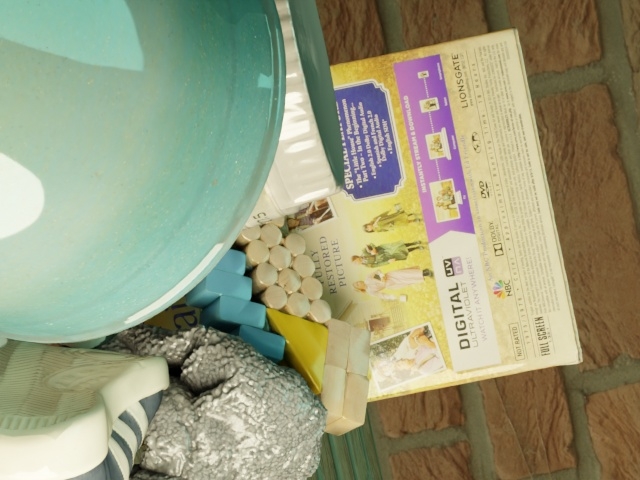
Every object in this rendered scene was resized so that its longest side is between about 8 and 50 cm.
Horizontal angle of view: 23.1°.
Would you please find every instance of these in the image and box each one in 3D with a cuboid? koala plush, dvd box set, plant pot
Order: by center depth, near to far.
[{"bbox_3d":[-0.190,-0.091,0.754,0.255,0.272,0.271,16,62,-67],"label":"plant pot"},{"bbox_3d":[-0.116,0.196,1.218,0.196,0.203,0.221,57,45,-31],"label":"koala plush"},{"bbox_3d":[0.000,0.000,1.414,0.062,0.420,0.307,7,71,-87],"label":"dvd box set"}]

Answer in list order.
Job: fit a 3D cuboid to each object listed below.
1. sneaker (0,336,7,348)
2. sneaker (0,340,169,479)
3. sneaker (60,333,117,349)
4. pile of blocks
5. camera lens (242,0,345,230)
[{"bbox_3d":[-0.235,0.056,0.964,0.152,0.054,0.061,-111,-179,-82],"label":"sneaker"},{"bbox_3d":[-0.178,0.154,1.025,0.350,0.131,0.148,-49,142,-83],"label":"sneaker"},{"bbox_3d":[-0.204,-0.005,1.237,0.081,0.080,0.211,59,10,-53],"label":"sneaker"},{"bbox_3d":[-0.091,0.016,1.323,0.362,0.149,0.112,62,-34,6],"label":"pile of blocks"},{"bbox_3d":[-0.138,-0.101,1.050,0.219,0.274,0.219,-12,90,-83],"label":"camera lens"}]
